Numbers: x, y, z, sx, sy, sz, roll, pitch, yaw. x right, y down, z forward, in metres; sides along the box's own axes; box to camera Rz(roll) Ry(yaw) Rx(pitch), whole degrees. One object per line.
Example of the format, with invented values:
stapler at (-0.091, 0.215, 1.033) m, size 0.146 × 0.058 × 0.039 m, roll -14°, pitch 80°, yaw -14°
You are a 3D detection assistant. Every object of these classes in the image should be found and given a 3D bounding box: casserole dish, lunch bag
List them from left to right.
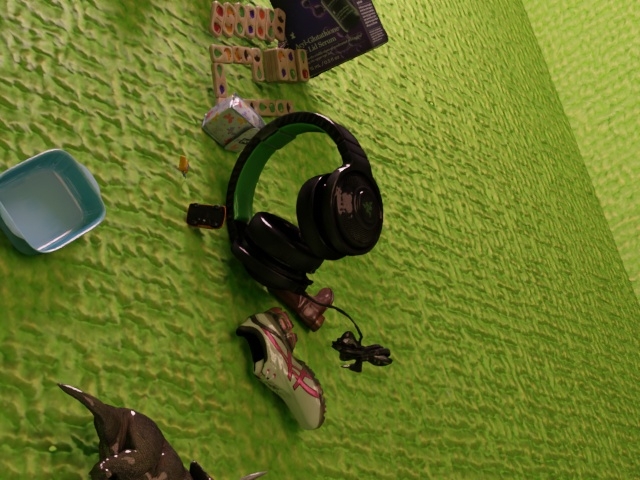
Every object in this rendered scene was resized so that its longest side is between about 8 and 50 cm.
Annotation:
casserole dish at (-0.341, -0.044, 1.385) m, size 0.114 × 0.037 × 0.188 m, roll 57°, pitch 30°, yaw -6°
lunch bag at (-0.135, -0.183, 1.795) m, size 0.083 × 0.071 × 0.053 m, roll 42°, pitch 32°, yaw -31°

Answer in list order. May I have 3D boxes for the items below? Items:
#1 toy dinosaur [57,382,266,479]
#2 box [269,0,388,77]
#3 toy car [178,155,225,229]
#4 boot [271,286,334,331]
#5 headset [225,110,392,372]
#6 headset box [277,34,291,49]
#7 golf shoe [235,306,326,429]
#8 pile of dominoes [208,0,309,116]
toy dinosaur at (-0.203, 0.268, 1.277) m, size 0.313 × 0.121 × 0.160 m, roll 44°, pitch 21°, yaw -19°
box at (0.009, -0.424, 2.065) m, size 0.207 × 0.153 × 0.108 m, roll 64°, pitch 25°, yaw -8°
toy car at (-0.172, -0.067, 1.656) m, size 0.040 × 0.060 × 0.122 m, roll 74°, pitch 6°, yaw -71°
boot at (-0.033, 0.075, 1.769) m, size 0.114 × 0.037 × 0.106 m, roll 45°, pitch 30°, yaw -17°
headset at (0.000, 0.000, 1.657) m, size 0.185 × 0.243 × 0.394 m, roll 21°, pitch 44°, yaw -49°
headset box at (-0.050, -0.357, 2.126) m, size 0.062 × 0.032 × 0.083 m, roll 40°, pitch 37°, yaw -33°
golf shoe at (-0.059, 0.191, 1.602) m, size 0.086 × 0.067 × 0.186 m, roll -20°, pitch 78°, yaw -37°
pile of dominoes at (-0.103, -0.312, 1.927) m, size 0.251 × 0.040 × 0.196 m, roll -11°, pitch 94°, yaw -59°
